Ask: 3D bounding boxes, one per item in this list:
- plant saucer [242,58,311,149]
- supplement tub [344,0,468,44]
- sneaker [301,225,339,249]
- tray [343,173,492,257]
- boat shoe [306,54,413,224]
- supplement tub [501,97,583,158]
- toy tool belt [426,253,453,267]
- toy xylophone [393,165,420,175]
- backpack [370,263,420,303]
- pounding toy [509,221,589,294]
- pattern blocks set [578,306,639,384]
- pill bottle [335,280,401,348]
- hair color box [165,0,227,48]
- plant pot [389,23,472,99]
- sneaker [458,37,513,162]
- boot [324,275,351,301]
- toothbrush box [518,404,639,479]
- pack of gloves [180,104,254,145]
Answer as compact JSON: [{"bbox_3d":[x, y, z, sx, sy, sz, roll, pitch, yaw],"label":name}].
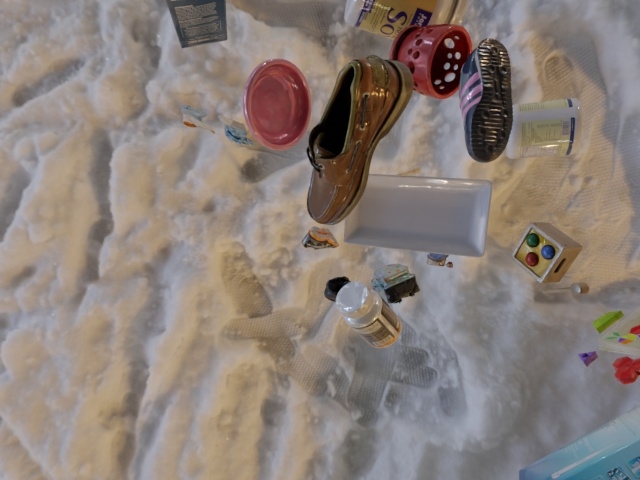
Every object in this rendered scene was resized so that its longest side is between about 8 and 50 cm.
[{"bbox_3d":[-0.173,-0.517,1.627,0.084,0.332,0.331,17,97,40],"label":"plant saucer"},{"bbox_3d":[0.262,-0.751,1.322,0.332,0.241,0.240,14,96,-9],"label":"supplement tub"},{"bbox_3d":[0.000,0.000,1.676,0.083,0.215,0.084,-43,61,18],"label":"sneaker"},{"bbox_3d":[0.181,-0.053,0.822,0.271,0.030,0.145,6,101,16],"label":"tray"},{"bbox_3d":[0.025,-0.148,0.680,0.110,0.105,0.307,52,135,32],"label":"boat shoe"},{"bbox_3d":[0.919,-0.473,1.819,0.326,0.235,0.235,0,94,21],"label":"supplement tub"},{"bbox_3d":[0.376,0.054,1.334,0.084,0.052,0.051,9,103,25],"label":"toy tool belt"},{"bbox_3d":[0.266,-0.165,1.616,0.323,0.236,0.081,-25,75,-31],"label":"toy xylophone"},{"bbox_3d":[0.305,0.182,1.819,0.166,0.188,0.144,-25,96,-18],"label":"backpack"},{"bbox_3d":[0.645,0.079,1.196,0.094,0.206,0.180,-1,125,-27],"label":"pounding toy"},{"bbox_3d":[0.792,0.220,1.040,0.325,0.285,0.026,-34,92,1],"label":"pattern blocks set"},{"bbox_3d":[0.181,0.278,1.588,0.162,0.162,0.278,-33,130,10],"label":"pill bottle"},{"bbox_3d":[-0.229,-0.483,0.718,0.105,0.347,0.173,-15,96,-10],"label":"hair color box"},{"bbox_3d":[0.302,-0.511,1.206,0.174,0.191,0.190,31,100,42],"label":"plant pot"},{"bbox_3d":[0.400,-0.328,1.062,0.112,0.131,0.318,12,77,-9],"label":"sneaker"},{"bbox_3d":[0.080,0.221,1.946,0.247,0.207,0.094,6,71,36],"label":"boot"},{"bbox_3d":[0.411,0.302,0.460,0.296,0.126,0.216,-40,67,14],"label":"toothbrush box"},{"bbox_3d":[-0.294,-0.308,1.180,0.195,0.232,0.046,16,113,-27],"label":"pack of gloves"}]
